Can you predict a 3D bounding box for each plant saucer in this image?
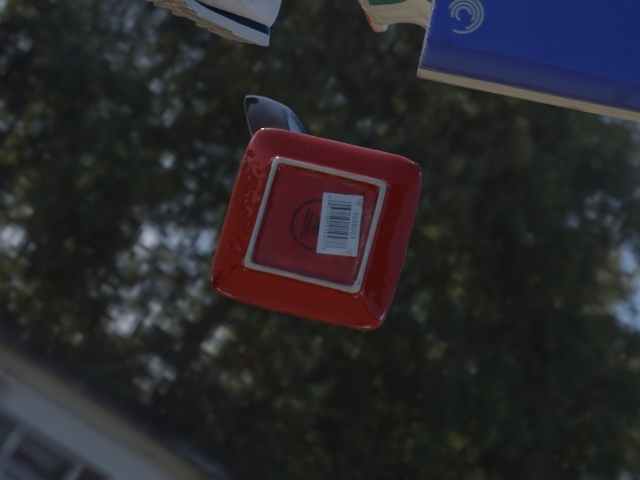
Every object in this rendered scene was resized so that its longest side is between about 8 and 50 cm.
[{"bbox_3d":[-0.021,-0.065,1.840,0.198,0.036,0.198,-24,90,-81],"label":"plant saucer"}]

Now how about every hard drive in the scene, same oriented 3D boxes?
[{"bbox_3d":[0.238,-0.175,1.140,0.319,0.210,0.040,12,-10,2],"label":"hard drive"}]

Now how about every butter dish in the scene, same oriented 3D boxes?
[{"bbox_3d":[0.000,0.000,1.586,0.160,0.160,0.118,13,-14,8],"label":"butter dish"}]

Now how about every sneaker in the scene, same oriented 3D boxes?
[{"bbox_3d":[-0.132,-0.282,1.875,0.090,0.094,0.235,22,0,42],"label":"sneaker"},{"bbox_3d":[0.039,-0.199,1.392,0.161,0.075,0.057,19,36,-12],"label":"sneaker"}]
